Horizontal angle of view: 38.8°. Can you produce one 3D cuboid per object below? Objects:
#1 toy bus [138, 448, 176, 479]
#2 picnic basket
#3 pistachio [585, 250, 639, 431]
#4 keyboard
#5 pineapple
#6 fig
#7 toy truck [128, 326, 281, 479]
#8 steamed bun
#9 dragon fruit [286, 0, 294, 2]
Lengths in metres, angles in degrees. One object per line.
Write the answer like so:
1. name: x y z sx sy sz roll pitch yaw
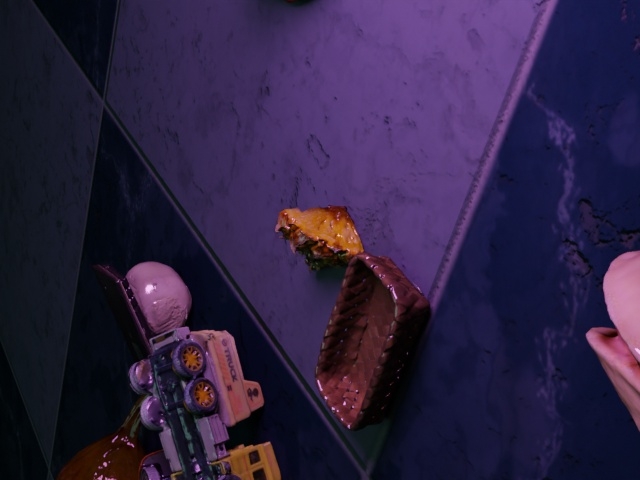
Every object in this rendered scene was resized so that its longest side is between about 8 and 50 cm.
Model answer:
1. toy bus: -0.167 0.460 1.299 0.329 0.143 0.153 64 145 34
2. picnic basket: 0.055 0.111 1.001 0.110 0.055 0.193 50 134 44
3. pistachio: 0.262 0.090 0.587 0.229 0.157 0.157 -126 43 -57
4. keyboard: -0.279 0.178 1.446 0.106 0.027 0.317 22 137 51
5. pineapple: 0.000 0.000 1.083 0.114 0.114 0.077 116 177 -62
6. fig: -0.343 0.409 1.623 0.290 0.190 0.191 -54 31 -13
7. toy truck: -0.145 0.250 1.248 0.124 0.157 0.272 -26 79 39
8. steamed bun: -0.259 0.090 1.455 0.112 0.091 0.130 36 147 46
9. dragon fruit: -0.076 -0.362 1.029 0.262 0.212 0.134 138 129 -58
